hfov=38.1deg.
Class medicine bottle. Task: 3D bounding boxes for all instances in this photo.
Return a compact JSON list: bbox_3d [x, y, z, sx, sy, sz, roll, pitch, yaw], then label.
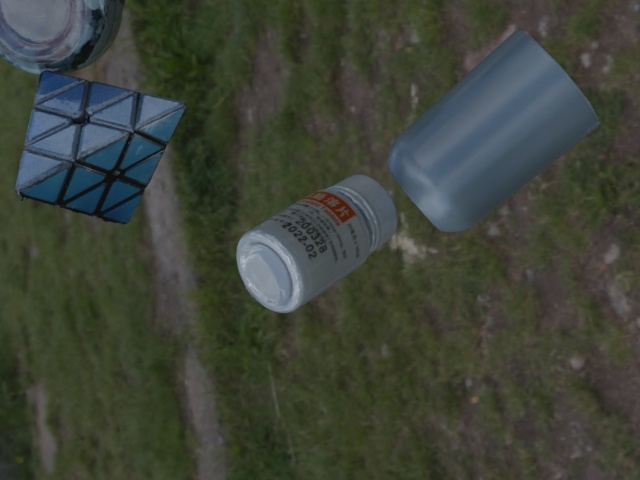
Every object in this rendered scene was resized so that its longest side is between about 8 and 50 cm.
[{"bbox_3d":[0.000,0.000,1.449,0.144,0.252,0.145,25,128,36],"label":"medicine bottle"}]

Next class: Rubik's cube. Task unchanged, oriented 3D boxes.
[{"bbox_3d":[-0.390,-0.156,1.594,0.228,0.228,0.233,12,86,67],"label":"Rubik's cube"}]

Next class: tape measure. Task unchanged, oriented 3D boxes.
[{"bbox_3d":[-0.487,-0.440,1.694,0.256,0.147,0.275,39,111,0],"label":"tape measure"}]

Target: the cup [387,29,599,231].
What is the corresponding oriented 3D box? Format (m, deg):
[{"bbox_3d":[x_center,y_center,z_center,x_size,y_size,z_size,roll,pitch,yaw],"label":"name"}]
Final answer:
[{"bbox_3d":[0.271,-0.169,1.520,0.312,0.205,0.205,-40,48,8],"label":"cup"}]
